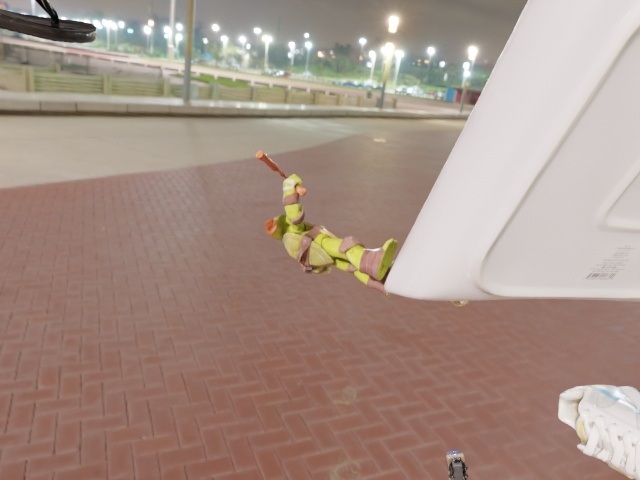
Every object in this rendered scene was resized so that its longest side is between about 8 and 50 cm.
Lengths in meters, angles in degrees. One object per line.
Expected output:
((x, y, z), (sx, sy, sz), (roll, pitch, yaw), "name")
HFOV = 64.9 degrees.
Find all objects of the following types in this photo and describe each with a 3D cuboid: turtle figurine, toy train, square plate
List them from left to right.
((0.000, 0.000, 0.714), (0.218, 0.269, 0.087), (21, 59, 26), "turtle figurine")
((0.199, 0.348, 0.728), (0.027, 0.158, 0.036), (-8, 39, 8), "toy train")
((0.264, -0.059, 0.387), (0.348, 0.343, 0.049), (3, 41, -20), "square plate")

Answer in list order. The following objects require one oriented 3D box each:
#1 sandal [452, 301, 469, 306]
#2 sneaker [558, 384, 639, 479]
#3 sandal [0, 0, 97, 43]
((0.358, 0.097, 1.277), (0.049, 0.072, 0.180), (29, 43, -25), "sandal")
((0.345, 0.228, 0.562), (0.092, 0.087, 0.229), (0, 1, 6), "sneaker")
((-0.238, -0.173, 0.347), (0.067, 0.040, 0.179), (27, 20, 33), "sandal")
